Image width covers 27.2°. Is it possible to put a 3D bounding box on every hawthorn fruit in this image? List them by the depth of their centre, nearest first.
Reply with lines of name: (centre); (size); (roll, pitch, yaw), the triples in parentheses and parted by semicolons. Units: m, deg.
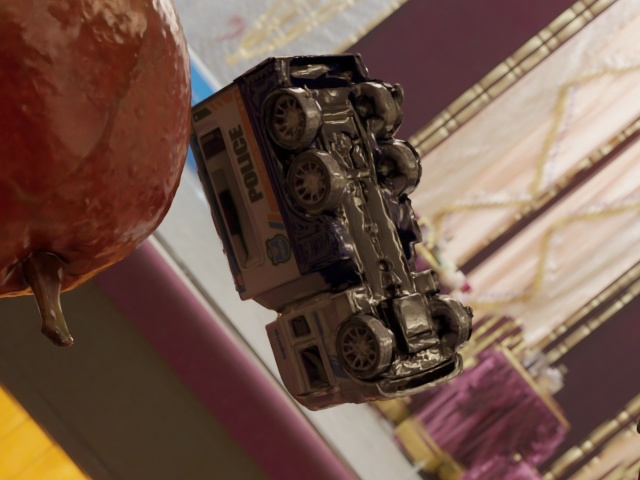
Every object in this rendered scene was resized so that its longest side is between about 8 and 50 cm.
hawthorn fruit: (-0.151, -0.051, 0.680); (0.196, 0.196, 0.226); (50, 26, -69)

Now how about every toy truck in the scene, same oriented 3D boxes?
toy truck: (0.000, 0.000, 1.031); (0.124, 0.155, 0.268); (-11, 81, -48)

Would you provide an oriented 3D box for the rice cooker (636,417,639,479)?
rice cooker: (0.445, 0.233, 1.165); (0.316, 0.264, 0.317); (22, -55, 36)
